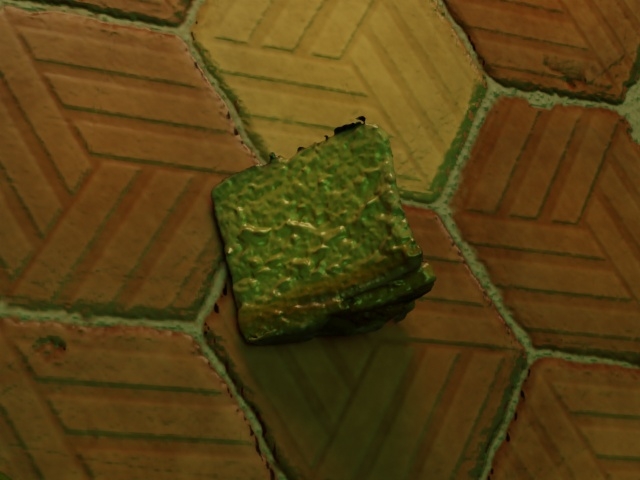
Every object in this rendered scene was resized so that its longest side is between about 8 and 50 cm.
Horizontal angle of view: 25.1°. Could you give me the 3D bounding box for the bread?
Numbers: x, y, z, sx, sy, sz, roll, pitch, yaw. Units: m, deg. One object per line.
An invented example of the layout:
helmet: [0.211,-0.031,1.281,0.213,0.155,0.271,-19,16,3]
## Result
bread: [0.000,0.000,1.074,0.152,0.127,0.147,-15,75,-15]

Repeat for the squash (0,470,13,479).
squash: [-0.205,0.175,0.913,0.183,0.052,0.052,41,55,-10]
